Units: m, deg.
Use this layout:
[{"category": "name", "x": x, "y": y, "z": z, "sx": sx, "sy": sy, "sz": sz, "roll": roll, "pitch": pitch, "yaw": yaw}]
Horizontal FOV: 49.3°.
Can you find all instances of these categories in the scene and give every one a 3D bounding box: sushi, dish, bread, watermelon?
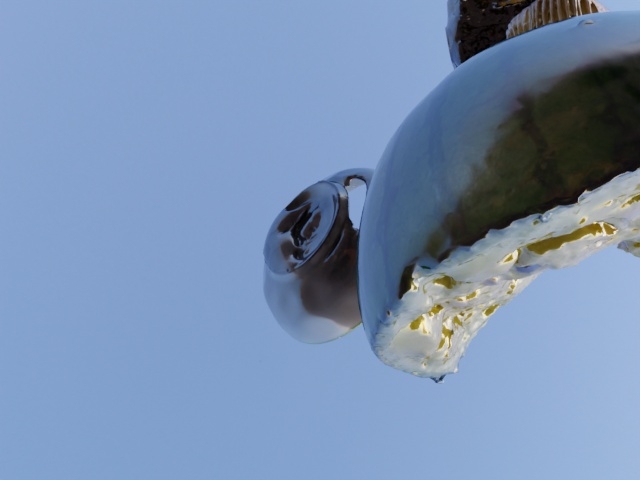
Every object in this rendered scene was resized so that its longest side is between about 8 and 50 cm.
[{"category": "sushi", "x": 0.319, "y": -0.359, "z": 1.188, "sx": 0.207, "sy": 0.349, "sz": 0.234, "roll": -4, "pitch": -139, "yaw": 11}, {"category": "dish", "x": 0.000, "y": 0.000, "z": 1.154, "sx": 0.124, "sy": 0.324, "sz": 0.324, "roll": 34, "pitch": -103, "yaw": -31}, {"category": "bread", "x": 0.348, "y": -0.265, "z": 0.972, "sx": 0.190, "sy": 0.132, "sz": 0.114, "roll": 19, "pitch": -121, "yaw": -31}, {"category": "watermelon", "x": 0.155, "y": -0.046, "z": 0.498, "sx": 0.330, "sy": 0.331, "sz": 0.189, "roll": -22, "pitch": -119, "yaw": -8}]

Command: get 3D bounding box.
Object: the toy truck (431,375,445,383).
[{"category": "toy truck", "x": 0.170, "y": 0.185, "z": 1.117, "sx": 0.073, "sy": 0.056, "sz": 0.090, "roll": 3, "pitch": -138, "yaw": -28}]
